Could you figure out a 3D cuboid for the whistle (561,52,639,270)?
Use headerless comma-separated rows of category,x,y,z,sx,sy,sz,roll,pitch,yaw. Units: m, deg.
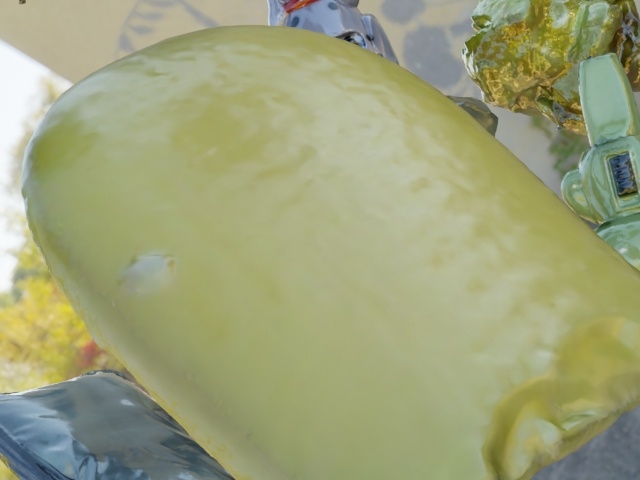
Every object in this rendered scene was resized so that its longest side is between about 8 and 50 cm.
whistle,0.336,-0.048,1.270,0.141,0.141,0.294,137,131,-61

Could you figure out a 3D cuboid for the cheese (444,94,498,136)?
cheese,0.096,-0.060,1.179,0.202,0.175,0.091,-57,33,25

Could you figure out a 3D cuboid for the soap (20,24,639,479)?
soap,0.000,0.002,0.740,0.306,0.427,0.115,-29,-35,-23

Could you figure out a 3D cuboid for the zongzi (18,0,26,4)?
zongzi,-0.522,-0.476,1.890,0.194,0.197,0.099,-16,54,55

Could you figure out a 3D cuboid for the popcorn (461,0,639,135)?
popcorn,0.339,-0.279,1.691,0.276,0.277,0.225,-96,18,-76

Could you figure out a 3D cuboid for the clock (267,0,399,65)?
clock,-0.008,-0.344,1.802,0.189,0.254,0.189,-22,-4,-1

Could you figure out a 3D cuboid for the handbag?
handbag,-0.215,0.222,1.225,0.332,0.192,0.075,26,116,46
